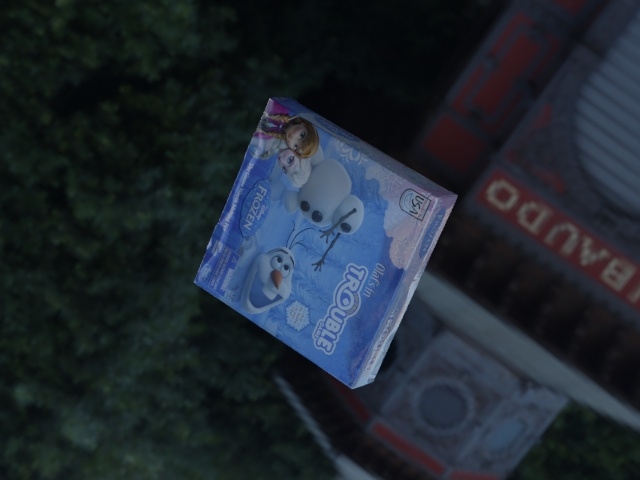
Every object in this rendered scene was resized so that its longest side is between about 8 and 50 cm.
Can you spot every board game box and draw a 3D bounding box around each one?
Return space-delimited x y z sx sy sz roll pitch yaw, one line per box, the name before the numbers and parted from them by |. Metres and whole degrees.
board game box | 0.000 0.000 0.644 0.090 0.090 0.020 31 -160 24
